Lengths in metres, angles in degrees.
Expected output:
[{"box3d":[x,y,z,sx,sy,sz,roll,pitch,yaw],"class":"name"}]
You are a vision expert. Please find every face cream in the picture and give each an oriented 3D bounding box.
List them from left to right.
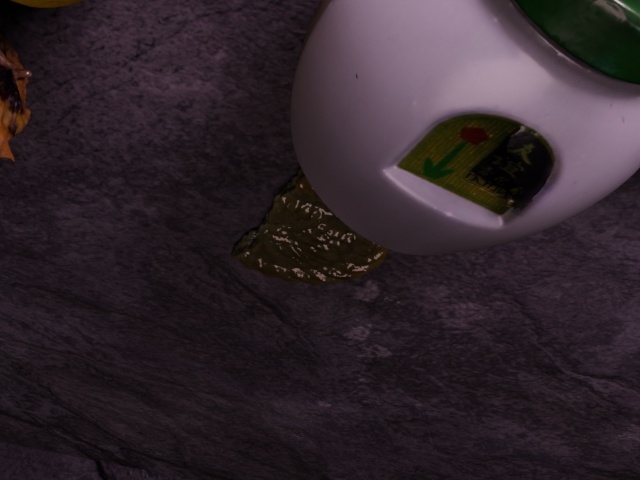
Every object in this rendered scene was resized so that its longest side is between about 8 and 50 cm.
[{"box3d":[0.145,-0.141,0.734,0.312,0.220,0.357,24,142,-15],"class":"face cream"}]

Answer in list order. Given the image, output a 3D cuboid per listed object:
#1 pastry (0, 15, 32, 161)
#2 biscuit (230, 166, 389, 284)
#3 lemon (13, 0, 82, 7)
[{"box3d":[-0.489,-0.174,0.848,0.405,0.292,0.337,-8,134,47],"class":"pastry"},{"box3d":[0.000,0.000,1.164,0.187,0.036,0.273,21,146,-14],"class":"biscuit"},{"box3d":[-0.220,-0.275,0.676,0.178,0.203,0.178,27,152,16],"class":"lemon"}]
